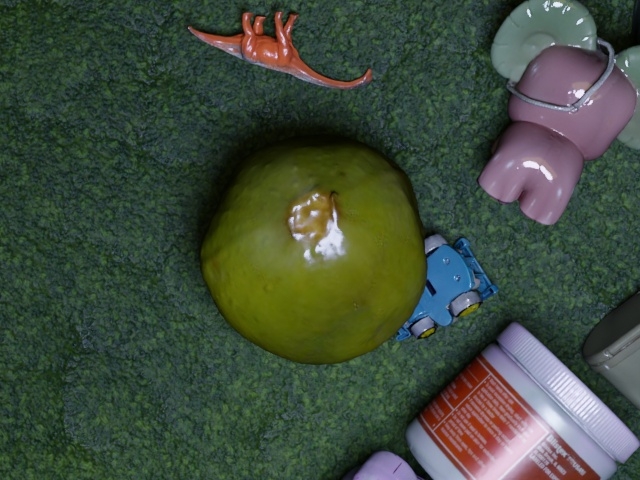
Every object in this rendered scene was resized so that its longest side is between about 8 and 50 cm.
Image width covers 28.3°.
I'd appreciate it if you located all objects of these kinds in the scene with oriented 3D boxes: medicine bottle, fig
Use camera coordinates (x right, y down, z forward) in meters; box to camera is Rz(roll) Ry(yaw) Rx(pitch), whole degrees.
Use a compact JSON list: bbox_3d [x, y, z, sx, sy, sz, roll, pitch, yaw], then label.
[{"bbox_3d":[0.282,0.283,1.809,0.252,0.252,0.241,44,93,-4],"label":"medicine bottle"},{"bbox_3d":[-0.008,0.008,1.738,0.343,0.343,0.343,0,94,-1],"label":"fig"}]

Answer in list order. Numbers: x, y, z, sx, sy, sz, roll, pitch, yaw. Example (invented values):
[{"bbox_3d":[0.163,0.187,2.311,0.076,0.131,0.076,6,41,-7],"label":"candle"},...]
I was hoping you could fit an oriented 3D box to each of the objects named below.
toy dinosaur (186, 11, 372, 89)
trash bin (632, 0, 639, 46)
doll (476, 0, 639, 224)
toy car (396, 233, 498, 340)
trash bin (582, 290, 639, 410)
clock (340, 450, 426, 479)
[{"bbox_3d":[-0.056,-0.285,1.863,0.279,0.055,0.101,8,103,-3],"label":"toy dinosaur"},{"bbox_3d":[0.632,-0.347,1.792,0.343,0.158,0.223,6,126,4],"label":"trash bin"},{"bbox_3d":[0.352,-0.187,1.780,0.284,0.216,0.268,28,124,1],"label":"doll"},{"bbox_3d":[0.173,0.078,1.885,0.161,0.098,0.126,-44,65,29],"label":"toy car"},{"bbox_3d":[0.549,0.178,1.848,0.247,0.121,0.243,45,118,-7],"label":"trash bin"},{"bbox_3d":[0.129,0.463,1.823,0.322,0.295,0.113,48,52,0],"label":"clock"}]
